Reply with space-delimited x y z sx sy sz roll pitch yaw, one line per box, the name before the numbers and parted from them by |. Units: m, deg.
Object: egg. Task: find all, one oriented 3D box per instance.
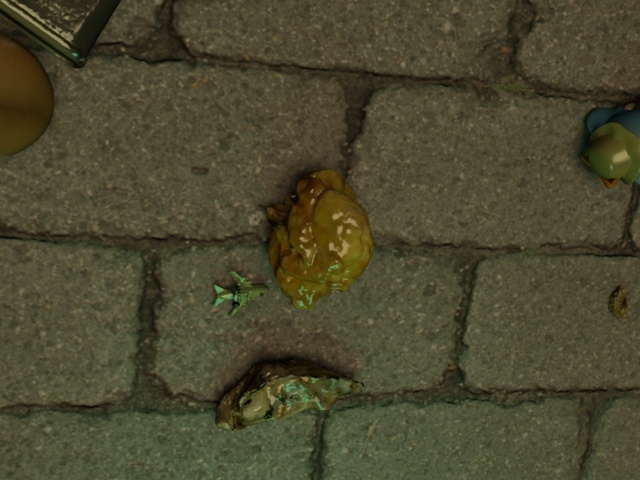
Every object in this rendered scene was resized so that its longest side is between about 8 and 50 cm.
egg | -0.533 -0.231 1.214 0.201 0.244 0.201 0 88 12

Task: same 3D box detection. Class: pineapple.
pineapple | 0.669 0.145 1.766 0.045 0.019 0.083 -19 112 -14

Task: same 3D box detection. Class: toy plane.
toy plane | -0.152 0.101 1.509 0.111 0.040 0.102 -3 124 -13

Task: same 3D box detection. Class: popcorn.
popcorn | 0.003 -0.003 1.448 0.191 0.190 0.253 -10 103 -20

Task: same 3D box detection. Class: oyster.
oyster | -0.060 0.305 1.576 0.295 0.094 0.166 3 122 -27

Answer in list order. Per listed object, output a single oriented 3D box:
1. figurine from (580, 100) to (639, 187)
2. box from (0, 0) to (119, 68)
figurine | 0.668 -0.204 1.604 0.262 0.154 0.179 -17 97 -7
box | -0.447 -0.423 1.244 0.274 0.138 0.178 36 84 -21
